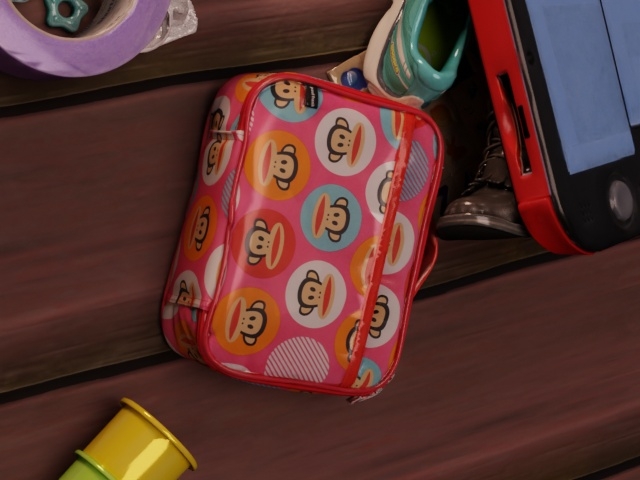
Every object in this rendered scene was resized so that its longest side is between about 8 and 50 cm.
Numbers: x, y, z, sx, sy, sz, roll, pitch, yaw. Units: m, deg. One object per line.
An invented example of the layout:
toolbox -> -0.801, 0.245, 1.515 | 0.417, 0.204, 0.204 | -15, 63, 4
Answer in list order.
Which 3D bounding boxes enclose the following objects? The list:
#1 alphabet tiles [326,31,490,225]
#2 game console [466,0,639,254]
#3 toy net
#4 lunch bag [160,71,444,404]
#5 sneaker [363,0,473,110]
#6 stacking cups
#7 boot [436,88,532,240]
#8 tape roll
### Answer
alphabet tiles -> 0.109, -0.119, 1.578 | 0.237, 0.009, 0.198 | -32, 106, -24
game console -> 0.276, -0.193, 1.542 | 0.342, 0.060, 0.387 | -16, 93, -46
toy net -> -0.212, -0.205, 1.383 | 0.232, 0.045, 0.122 | 8, 87, -28
lunch bag -> 0.000, 0.000, 1.463 | 0.258, 0.120, 0.293 | 13, 89, -30
sneaker -> 0.133, -0.254, 1.524 | 0.107, 0.110, 0.275 | 21, 75, -20
stacking cups -> -0.249, 0.285, 1.359 | 0.316, 0.096, 0.096 | -47, 111, -14
boot -> 0.182, -0.120, 1.536 | 0.263, 0.091, 0.229 | -14, 100, -59
tape roll -> -0.226, -0.231, 1.305 | 0.189, 0.080, 0.189 | -2, 93, -30
